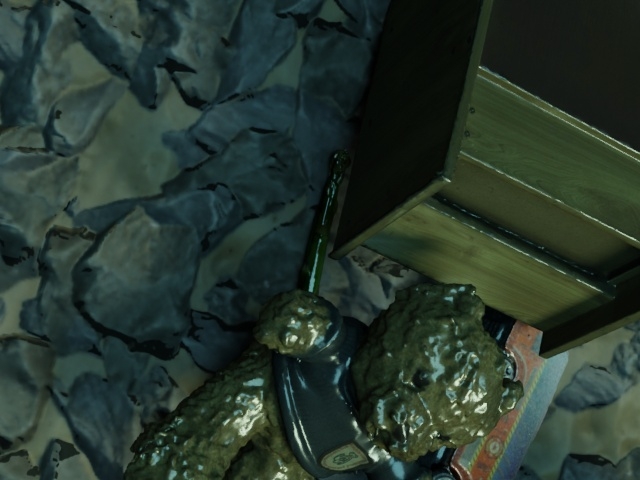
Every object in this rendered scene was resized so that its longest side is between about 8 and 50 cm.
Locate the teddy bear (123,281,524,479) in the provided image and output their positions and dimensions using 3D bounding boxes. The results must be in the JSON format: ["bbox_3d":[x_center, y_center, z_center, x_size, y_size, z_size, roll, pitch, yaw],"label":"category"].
[{"bbox_3d":[-0.004,0.106,0.838,0.251,0.129,0.182,-26,128,9],"label":"teddy bear"}]

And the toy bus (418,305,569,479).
[{"bbox_3d":[0.101,0.136,0.916,0.077,0.065,0.192,32,79,-29],"label":"toy bus"}]

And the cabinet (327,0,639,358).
[{"bbox_3d":[0.128,-0.065,0.854,0.174,0.148,0.215,24,60,-18],"label":"cabinet"}]

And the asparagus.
[{"bbox_3d":[0.000,0.000,0.901,0.015,0.018,0.127,19,82,-54],"label":"asparagus"}]
